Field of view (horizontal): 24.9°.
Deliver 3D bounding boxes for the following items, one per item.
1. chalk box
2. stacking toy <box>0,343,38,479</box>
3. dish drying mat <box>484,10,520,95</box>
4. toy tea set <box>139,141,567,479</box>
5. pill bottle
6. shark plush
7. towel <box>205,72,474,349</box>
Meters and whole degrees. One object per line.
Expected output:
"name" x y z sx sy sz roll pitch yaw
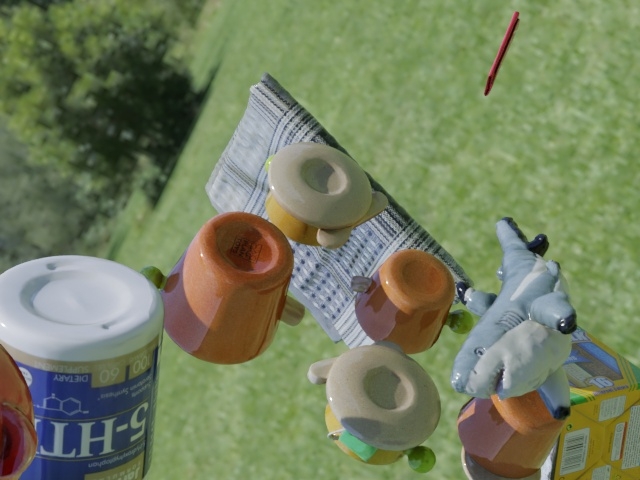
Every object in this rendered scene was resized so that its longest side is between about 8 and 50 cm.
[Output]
"chalk box" 0.256 0.178 1.627 0.213 0.132 0.132 42 134 54
"stacking toy" -0.270 0.125 0.563 0.279 0.130 0.309 -15 -26 -49
"dish drying mat" 0.170 -0.174 1.352 0.032 0.008 0.083 97 -165 -59
"toy tea set" 0.025 0.086 1.107 0.200 0.336 0.124 -30 -21 -39
"pill bottle" -0.162 0.115 0.934 0.112 0.112 0.186 -78 -4 -62
"shark plush" 0.109 0.029 0.833 0.073 0.067 0.161 85 -172 -47
"towel" 0.000 0.000 1.578 0.056 0.312 0.324 -42 -5 -23
